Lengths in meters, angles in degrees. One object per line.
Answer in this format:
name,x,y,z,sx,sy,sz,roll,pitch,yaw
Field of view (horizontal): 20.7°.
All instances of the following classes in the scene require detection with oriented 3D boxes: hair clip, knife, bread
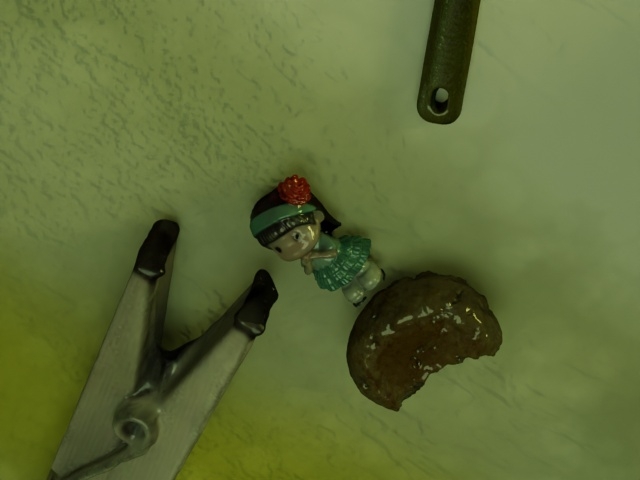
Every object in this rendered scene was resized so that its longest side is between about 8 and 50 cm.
hair clip,-0.139,0.137,1.289,0.101,0.085,0.331,24,123,-7
knife,0.085,-0.222,1.071,0.061,0.027,0.343,11,123,4
bread,0.067,0.063,1.235,0.113,0.060,0.082,-29,116,20

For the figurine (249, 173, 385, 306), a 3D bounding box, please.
figurine,0.000,0.000,1.210,0.106,0.047,0.060,39,134,-23
